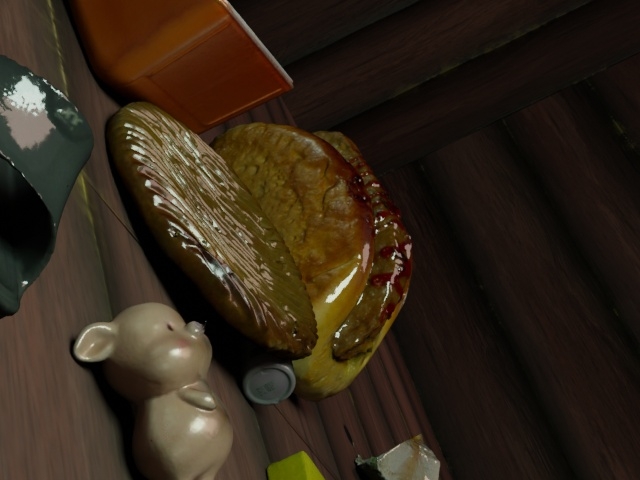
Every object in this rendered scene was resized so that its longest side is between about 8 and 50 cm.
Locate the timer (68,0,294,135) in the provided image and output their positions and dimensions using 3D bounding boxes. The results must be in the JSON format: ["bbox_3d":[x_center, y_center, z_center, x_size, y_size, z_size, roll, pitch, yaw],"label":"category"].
[{"bbox_3d":[-0.176,-0.271,1.203,0.250,0.161,0.257,65,9,18],"label":"timer"}]

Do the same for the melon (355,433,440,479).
[{"bbox_3d":[0.129,0.349,1.594,0.139,0.093,0.202,51,6,15],"label":"melon"}]

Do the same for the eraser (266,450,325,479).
[{"bbox_3d":[-0.007,0.274,1.006,0.097,0.045,0.122,61,7,-29],"label":"eraser"}]

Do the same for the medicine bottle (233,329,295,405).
[{"bbox_3d":[-0.068,0.096,1.169,0.058,0.057,0.199,61,5,-32],"label":"medicine bottle"}]

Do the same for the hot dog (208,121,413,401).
[{"bbox_3d":[-0.001,-0.001,1.402,0.185,0.223,0.405,63,5,-51],"label":"hot dog"}]

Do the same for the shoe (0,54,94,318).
[{"bbox_3d":[-0.184,-0.069,0.610,0.241,0.093,0.108,-112,176,-46],"label":"shoe"}]

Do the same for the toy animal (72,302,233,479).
[{"bbox_3d":[-0.105,0.103,0.713,0.083,0.089,0.150,103,-37,-64],"label":"toy animal"}]

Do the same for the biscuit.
[{"bbox_3d":[-0.102,-0.013,1.106,0.318,0.040,0.318,52,11,-14],"label":"biscuit"}]
